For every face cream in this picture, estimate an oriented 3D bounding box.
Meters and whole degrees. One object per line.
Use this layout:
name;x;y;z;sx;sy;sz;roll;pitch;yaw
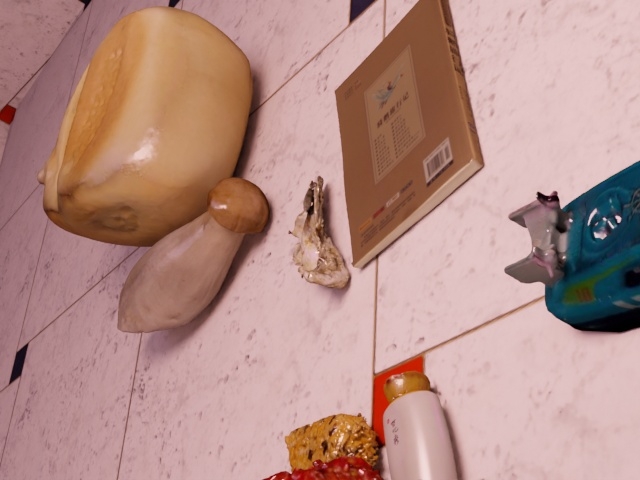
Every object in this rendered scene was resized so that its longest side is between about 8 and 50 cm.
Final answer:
face cream;0.093;0.206;0.888;0.072;0.051;0.182;-50;32;36

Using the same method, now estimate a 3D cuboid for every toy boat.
toy boat;0.271;-0.028;0.716;0.299;0.092;0.134;-31;42;48

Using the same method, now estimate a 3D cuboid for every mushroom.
mushroom;-0.202;0.040;1.440;0.350;0.128;0.128;-45;35;29

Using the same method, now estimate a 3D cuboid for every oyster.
oyster;-0.003;-0.002;1.220;0.106;0.061;0.200;119;159;-51

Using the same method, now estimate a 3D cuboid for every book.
book;0.096;-0.143;1.164;0.217;0.021;0.310;-43;37;38

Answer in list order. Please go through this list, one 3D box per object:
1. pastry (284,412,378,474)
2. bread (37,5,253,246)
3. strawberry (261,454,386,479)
pastry;0.008;0.223;1.016;0.140;0.056;0.080;-36;42;46
bread;-0.265;-0.183;1.563;0.348;0.253;0.376;-19;55;48
strawberry;0.019;0.295;0.930;0.208;0.087;0.167;-22;75;39
